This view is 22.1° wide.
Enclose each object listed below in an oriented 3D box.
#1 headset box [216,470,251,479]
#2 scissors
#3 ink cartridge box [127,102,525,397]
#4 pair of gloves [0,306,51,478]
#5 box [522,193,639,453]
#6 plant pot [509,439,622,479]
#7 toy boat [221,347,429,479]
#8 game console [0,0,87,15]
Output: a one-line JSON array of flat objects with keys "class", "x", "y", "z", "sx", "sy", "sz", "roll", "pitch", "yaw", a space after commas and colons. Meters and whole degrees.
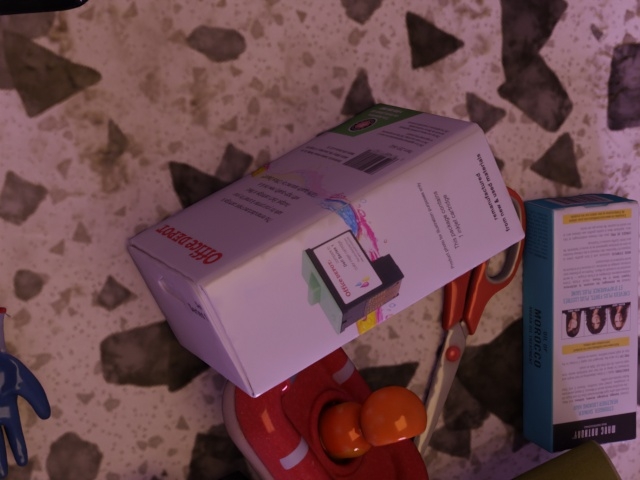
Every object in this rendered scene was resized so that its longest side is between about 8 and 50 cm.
[{"class": "headset box", "x": -0.119, "y": 0.363, "z": 1.478, "sx": 0.218, "sy": 0.110, "sz": 0.293, "roll": -22, "pitch": 108, "yaw": -19}, {"class": "scissors", "x": 0.141, "y": 0.093, "z": 1.590, "sx": 0.109, "sy": 0.021, "sz": 0.297, "roll": 1, "pitch": 98, "yaw": -25}, {"class": "ink cartridge box", "x": 0.000, "y": 0.000, "z": 1.412, "sx": 0.278, "sy": 0.201, "sz": 0.117, "roll": -30, "pitch": 110, "yaw": -16}, {"class": "pair of gloves", "x": -0.330, "y": 0.136, "z": 1.394, "sx": 0.198, "sy": 0.023, "sz": 0.159, "roll": -8, "pitch": 105, "yaw": -21}, {"class": "box", "x": 0.256, "y": 0.080, "z": 1.616, "sx": 0.100, "sy": 0.060, "sz": 0.244, "roll": -5, "pitch": 102, "yaw": -22}, {"class": "plant pot", "x": 0.164, "y": 0.365, "z": 1.538, "sx": 0.293, "sy": 0.275, "sz": 0.275, "roll": -18, "pitch": 107, "yaw": -1}, {"class": "toy boat", "x": 0.030, "y": 0.171, "z": 1.467, "sx": 0.231, "sy": 0.151, "sz": 0.151, "roll": 55, "pitch": 41, "yaw": -22}, {"class": "game console", "x": -0.334, "y": -0.300, "z": 1.236, "sx": 0.173, "sy": 0.250, "sz": 0.293, "roll": -26, "pitch": 111, "yaw": -45}]
